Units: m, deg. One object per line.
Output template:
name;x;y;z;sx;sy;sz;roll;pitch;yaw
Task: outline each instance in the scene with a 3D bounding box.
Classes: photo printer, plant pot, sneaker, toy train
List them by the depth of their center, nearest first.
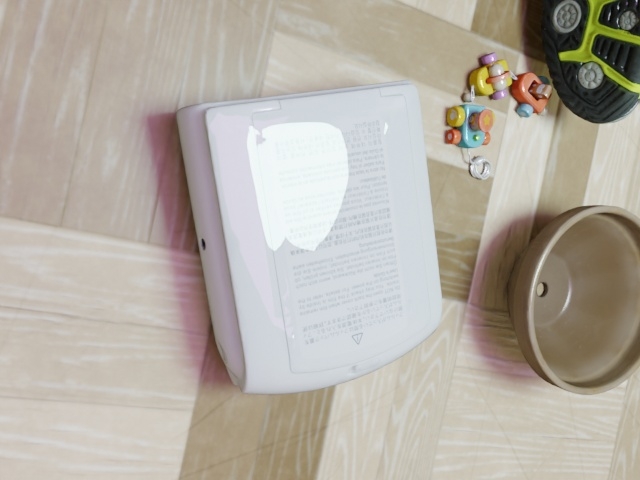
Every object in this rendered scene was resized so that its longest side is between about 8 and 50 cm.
photo printer;0.000;0.000;0.694;0.256;0.107;0.307;-13;101;-24
sneaker;0.363;-0.337;0.814;0.147;0.145;0.384;-7;96;-40
toy train;0.231;-0.162;0.827;0.125;0.046;0.166;42;76;-23
plant pot;0.322;0.070;0.859;0.238;0.110;0.237;-3;96;-27
